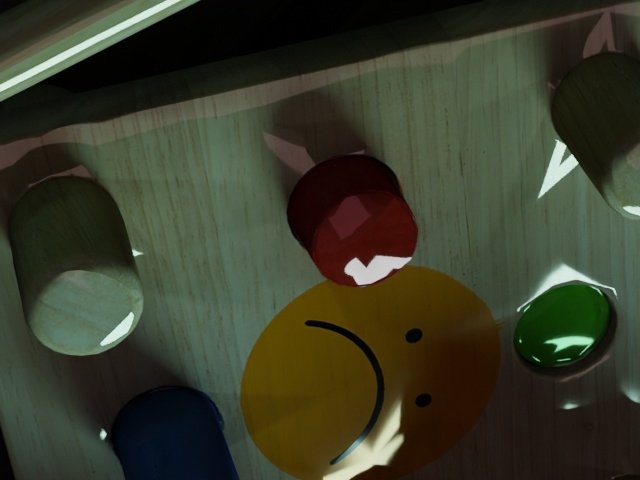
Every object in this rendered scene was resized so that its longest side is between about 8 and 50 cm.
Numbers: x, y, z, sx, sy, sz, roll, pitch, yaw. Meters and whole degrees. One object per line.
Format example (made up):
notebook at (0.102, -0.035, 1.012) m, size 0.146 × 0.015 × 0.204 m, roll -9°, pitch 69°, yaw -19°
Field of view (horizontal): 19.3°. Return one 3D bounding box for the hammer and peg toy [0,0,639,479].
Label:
hammer and peg toy at (0.000, 0.000, 0.638) m, size 0.265 × 0.127 × 0.361 m, roll -14°, pitch 124°, yaw -7°
